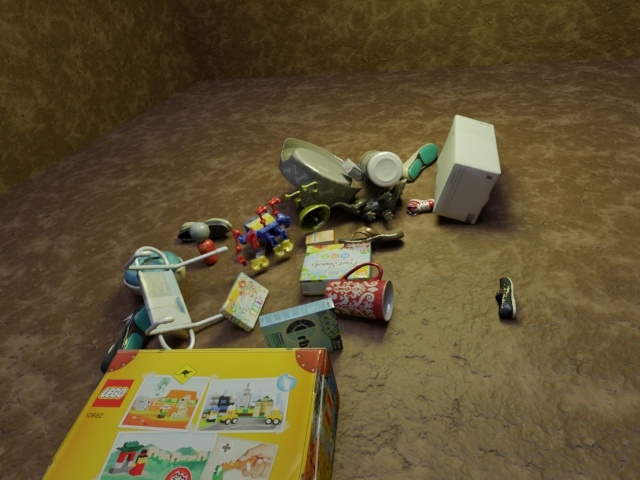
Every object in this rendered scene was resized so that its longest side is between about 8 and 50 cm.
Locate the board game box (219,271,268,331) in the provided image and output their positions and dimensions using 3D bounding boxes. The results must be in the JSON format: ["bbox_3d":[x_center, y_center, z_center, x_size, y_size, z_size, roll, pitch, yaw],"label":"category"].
[{"bbox_3d":[-0.223,0.178,1.266,0.026,0.103,0.154,-41,20,35],"label":"board game box"}]

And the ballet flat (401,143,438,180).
[{"bbox_3d":[0.399,-0.329,1.794,0.086,0.086,0.248,20,48,36],"label":"ballet flat"}]

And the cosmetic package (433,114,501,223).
[{"bbox_3d":[0.511,-0.260,1.522,0.156,0.217,0.384,17,39,6],"label":"cosmetic package"}]

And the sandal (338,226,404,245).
[{"bbox_3d":[0.166,-0.019,1.422,0.220,0.060,0.090,-8,4,4],"label":"sandal"}]

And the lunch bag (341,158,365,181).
[{"bbox_3d":[0.129,-0.260,1.618,0.053,0.083,0.071,-47,37,16],"label":"lunch bag"}]

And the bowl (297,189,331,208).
[{"bbox_3d":[-0.025,-0.160,1.655,0.170,0.080,0.170,24,24,-12],"label":"bowl"}]

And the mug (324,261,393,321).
[{"bbox_3d":[0.111,0.145,1.199,0.170,0.113,0.150,0,56,24],"label":"mug"}]

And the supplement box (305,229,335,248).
[{"bbox_3d":[0.000,0.000,1.491,0.099,0.036,0.062,-8,36,6],"label":"supplement box"}]

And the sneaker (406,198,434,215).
[{"bbox_3d":[0.365,-0.118,1.541,0.119,0.042,0.067,6,35,35],"label":"sneaker"}]

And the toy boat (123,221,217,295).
[{"bbox_3d":[-0.502,0.060,1.438,0.318,0.147,0.268,-29,23,-30],"label":"toy boat"}]

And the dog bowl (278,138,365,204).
[{"bbox_3d":[-0.002,-0.258,1.648,0.349,0.102,0.348,24,24,-12],"label":"dog bowl"}]

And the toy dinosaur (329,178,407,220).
[{"bbox_3d":[0.184,-0.121,1.558,0.314,0.120,0.160,-20,7,6],"label":"toy dinosaur"}]

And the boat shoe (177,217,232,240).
[{"bbox_3d":[-0.440,-0.031,1.631,0.224,0.080,0.073,-3,42,21],"label":"boat shoe"}]

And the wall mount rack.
[{"bbox_3d":[-0.383,0.141,1.247,0.304,0.131,0.349,0,59,-54],"label":"wall mount rack"}]

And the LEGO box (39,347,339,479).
[{"bbox_3d":[-0.237,0.419,0.859,0.501,0.193,0.372,-3,37,12],"label":"LEGO box"}]

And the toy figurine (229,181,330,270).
[{"bbox_3d":[-0.176,-0.077,1.496,0.363,0.191,0.217,-34,31,-19],"label":"toy figurine"}]

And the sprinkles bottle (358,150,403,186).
[{"bbox_3d":[0.220,-0.279,1.629,0.122,0.121,0.355,-11,13,2],"label":"sprinkles bottle"}]

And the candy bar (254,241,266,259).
[{"bbox_3d":[-0.211,0.021,1.539,0.040,0.018,0.161,-8,36,3],"label":"candy bar"}]

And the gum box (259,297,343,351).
[{"bbox_3d":[-0.046,0.234,1.087,0.185,0.156,0.041,-15,36,-3],"label":"gum box"}]

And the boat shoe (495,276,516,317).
[{"bbox_3d":[0.488,0.146,1.142,0.042,0.048,0.132,6,44,11],"label":"boat shoe"}]

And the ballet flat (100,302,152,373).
[{"bbox_3d":[-0.542,0.268,1.244,0.096,0.095,0.280,-10,34,22],"label":"ballet flat"}]

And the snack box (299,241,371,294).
[{"bbox_3d":[0.053,0.086,1.331,0.207,0.070,0.174,-4,36,12],"label":"snack box"}]
